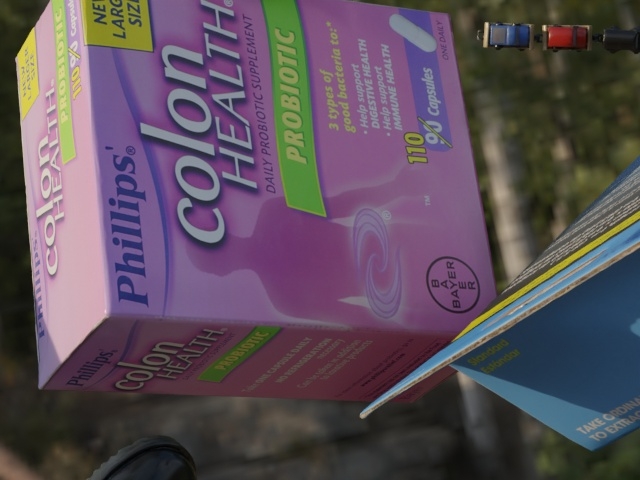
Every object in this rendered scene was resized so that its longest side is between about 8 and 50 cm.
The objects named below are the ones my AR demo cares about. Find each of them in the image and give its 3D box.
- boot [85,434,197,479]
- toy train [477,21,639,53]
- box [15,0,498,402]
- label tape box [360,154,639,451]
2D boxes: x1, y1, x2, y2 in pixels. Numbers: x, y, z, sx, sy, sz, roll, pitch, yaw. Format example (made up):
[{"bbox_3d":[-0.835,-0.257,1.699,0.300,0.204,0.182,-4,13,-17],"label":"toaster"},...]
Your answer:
[{"bbox_3d":[-0.153,0.292,1.558,0.246,0.094,0.207,-45,35,-12],"label":"boot"},{"bbox_3d":[0.223,-0.185,1.765,0.158,0.027,0.036,2,9,6],"label":"toy train"},{"bbox_3d":[-0.039,-0.027,1.113,0.243,0.213,0.117,4,-25,-25],"label":"box"},{"bbox_3d":[0.206,0.002,0.975,0.334,0.106,0.240,-40,1,-42],"label":"label tape box"}]
